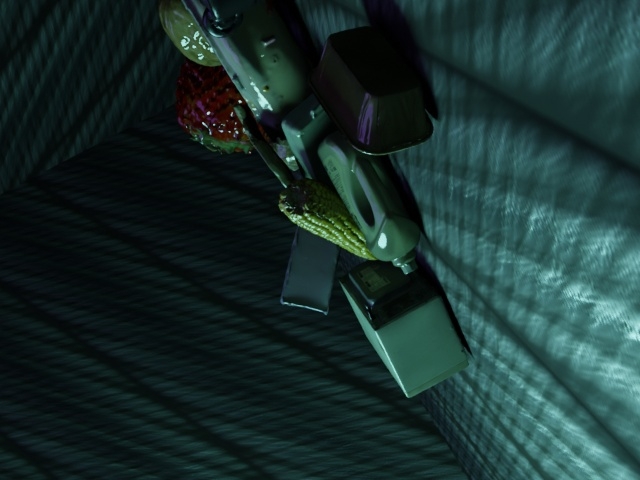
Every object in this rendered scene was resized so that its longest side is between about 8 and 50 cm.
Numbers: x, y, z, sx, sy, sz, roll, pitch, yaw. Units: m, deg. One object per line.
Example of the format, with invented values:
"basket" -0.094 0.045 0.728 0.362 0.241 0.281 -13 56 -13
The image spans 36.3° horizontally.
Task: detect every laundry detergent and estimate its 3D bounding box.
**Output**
"laundry detergent" 0.089 -0.062 1.587 0.253 0.091 0.181 62 176 1

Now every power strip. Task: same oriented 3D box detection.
"power strip" 0.014 -0.157 1.714 0.046 0.118 0.270 37 163 32

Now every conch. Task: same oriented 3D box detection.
"conch" -0.065 -0.244 2.073 0.155 0.130 0.207 44 158 30

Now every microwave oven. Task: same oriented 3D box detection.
"microwave oven" 0.151 0.140 1.817 0.240 0.145 0.194 -125 11 -65

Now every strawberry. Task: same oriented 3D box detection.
"strawberry" -0.213 -0.384 2.340 0.312 0.267 0.351 25 -118 -87

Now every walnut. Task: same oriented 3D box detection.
"walnut" -0.229 -0.475 2.073 0.228 0.228 0.228 61 176 7

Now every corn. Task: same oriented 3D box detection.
"corn" 0.039 -0.041 1.723 0.293 0.106 0.106 26 -153 -50

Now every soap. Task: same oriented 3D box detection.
"soap" 0.000 0.000 1.997 0.285 0.107 0.296 91 -168 -84

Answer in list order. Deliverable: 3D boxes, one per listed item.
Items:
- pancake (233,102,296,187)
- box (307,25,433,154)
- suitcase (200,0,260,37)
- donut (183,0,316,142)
"pancake" -0.089 -0.152 1.771 0.235 0.029 0.212 56 -176 33
"box" 0.059 -0.173 1.145 0.177 0.111 0.111 60 176 37
"suitcase" -0.159 -0.475 1.222 0.339 0.188 0.345 63 178 -41
"donut" -0.127 -0.362 1.785 0.383 0.142 0.382 57 180 0
